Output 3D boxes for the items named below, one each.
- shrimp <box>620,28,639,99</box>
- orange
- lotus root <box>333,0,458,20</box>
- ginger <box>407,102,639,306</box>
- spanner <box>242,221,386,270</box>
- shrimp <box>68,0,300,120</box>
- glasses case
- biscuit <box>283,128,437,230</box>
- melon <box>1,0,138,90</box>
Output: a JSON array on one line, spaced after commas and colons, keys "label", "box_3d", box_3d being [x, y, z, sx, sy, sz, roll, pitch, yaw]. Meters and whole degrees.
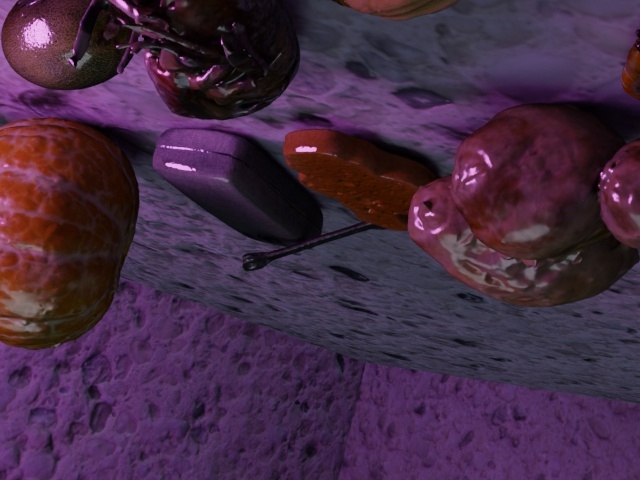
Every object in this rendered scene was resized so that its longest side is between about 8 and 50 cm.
[{"label": "shrimp", "box_3d": [0.262, -0.127, 0.623, 0.091, 0.025, 0.127, 7, 170, 29]}, {"label": "orange", "box_3d": [-0.389, -0.012, 1.186, 0.249, 0.329, 0.329, 17, 168, -1]}, {"label": "lotus root", "box_3d": [0.057, -0.178, 0.551, 0.073, 0.062, 0.150, -5, -177, -38]}, {"label": "ginger", "box_3d": [0.215, -0.029, 0.805, 0.244, 0.155, 0.304, 16, 168, 1]}, {"label": "spanner", "box_3d": [0.000, 0.000, 1.238, 0.254, 0.015, 0.054, -18, 160, 11]}, {"label": "shrimp", "box_3d": [-0.105, -0.176, 0.626, 0.145, 0.116, 0.343, -3, 164, 10]}, {"label": "glasses case", "box_3d": [-0.103, -0.065, 1.197, 0.131, 0.074, 0.323, 10, 167, 24]}, {"label": "biscuit", "box_3d": [0.069, -0.072, 1.051, 0.186, 0.044, 0.295, 1, 163, 33]}, {"label": "melon", "box_3d": [-0.228, -0.184, 0.764, 0.162, 0.099, 0.099, 5, 165, 45]}]
